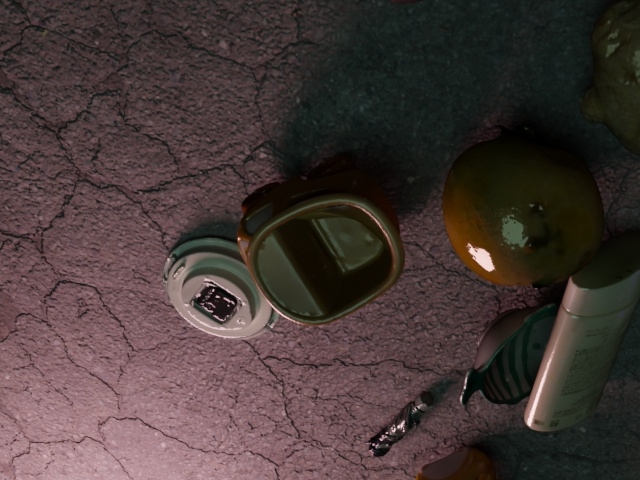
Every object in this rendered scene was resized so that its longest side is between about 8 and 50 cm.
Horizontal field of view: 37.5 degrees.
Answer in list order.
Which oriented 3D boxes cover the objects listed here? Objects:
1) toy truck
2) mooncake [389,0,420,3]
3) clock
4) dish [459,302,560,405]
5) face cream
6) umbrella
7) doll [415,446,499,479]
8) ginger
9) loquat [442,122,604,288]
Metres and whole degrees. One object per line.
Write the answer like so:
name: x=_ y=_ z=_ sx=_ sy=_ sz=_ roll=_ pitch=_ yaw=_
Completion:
toy truck: x=0.000 y=0.000 z=1.482 sx=0.288 sy=0.211 sz=0.204 roll=-24 pitch=109 yaw=21
mooncake: x=0.096 y=-0.441 z=1.187 sx=0.306 sy=0.154 sz=0.306 roll=7 pitch=124 yaw=10
clock: x=-0.185 y=0.101 z=1.719 sx=0.237 sy=0.053 sz=0.236 roll=8 pitch=125 yaw=12
dish: x=0.314 y=0.181 z=1.565 sx=0.078 sy=0.246 sz=0.224 roll=48 pitch=145 yaw=40
face cream: x=0.429 y=0.150 z=1.508 sx=0.081 sy=0.174 sz=0.348 roll=42 pitch=139 yaw=38
umbrella: x=0.154 y=0.357 z=1.799 sx=0.046 sy=0.050 sz=0.188 roll=20 pitch=131 yaw=-25
doll: x=0.295 y=0.519 z=1.807 sx=0.167 sy=0.162 sz=0.269 roll=-28 pitch=124 yaw=15
ginger: x=0.478 y=-0.171 z=1.277 sx=0.190 sy=0.126 sz=0.354 roll=-36 pitch=107 yaw=28
loquat: x=0.291 y=-0.050 z=1.369 sx=0.244 sy=0.244 sz=0.243 roll=8 pitch=126 yaw=11
